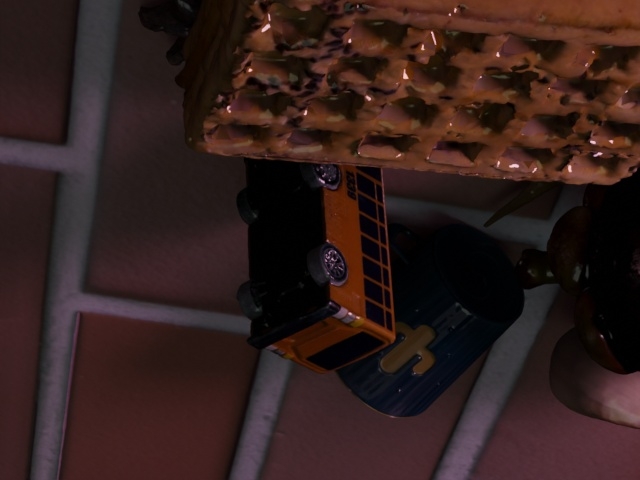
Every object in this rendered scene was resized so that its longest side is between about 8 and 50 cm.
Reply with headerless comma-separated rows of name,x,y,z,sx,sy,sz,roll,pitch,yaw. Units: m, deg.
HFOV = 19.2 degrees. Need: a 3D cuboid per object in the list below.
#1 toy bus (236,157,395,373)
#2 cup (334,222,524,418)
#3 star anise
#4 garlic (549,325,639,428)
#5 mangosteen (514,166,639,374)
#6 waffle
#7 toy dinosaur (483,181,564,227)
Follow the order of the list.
toy bus,0.000,0.000,1.601,0.098,0.201,0.114,-27,141,33
cup,0.084,0.056,1.738,0.176,0.131,0.155,43,128,-7
star anise,-0.082,-0.175,1.503,0.141,0.042,0.141,4,143,3
garlic,0.324,0.098,1.756,0.229,0.178,0.143,-4,114,-18
mangosteen,0.285,0.023,1.606,0.250,0.211,0.211,0,144,23
waffle,0.094,-0.147,1.410,0.376,0.114,0.261,3,155,-13
toy dinosaur,0.214,-0.059,1.632,0.126,0.039,0.162,4,144,-2
